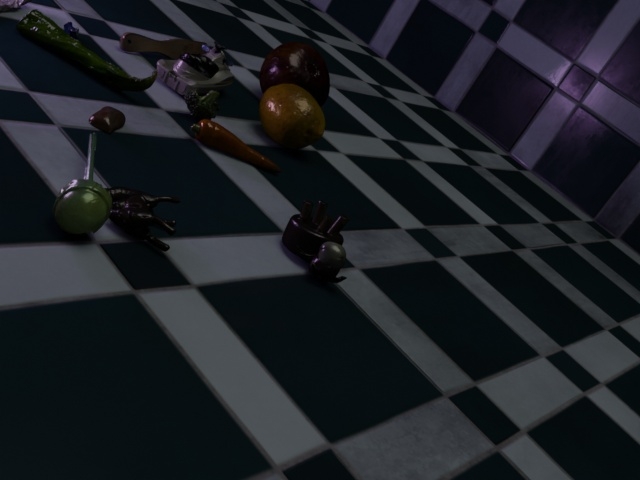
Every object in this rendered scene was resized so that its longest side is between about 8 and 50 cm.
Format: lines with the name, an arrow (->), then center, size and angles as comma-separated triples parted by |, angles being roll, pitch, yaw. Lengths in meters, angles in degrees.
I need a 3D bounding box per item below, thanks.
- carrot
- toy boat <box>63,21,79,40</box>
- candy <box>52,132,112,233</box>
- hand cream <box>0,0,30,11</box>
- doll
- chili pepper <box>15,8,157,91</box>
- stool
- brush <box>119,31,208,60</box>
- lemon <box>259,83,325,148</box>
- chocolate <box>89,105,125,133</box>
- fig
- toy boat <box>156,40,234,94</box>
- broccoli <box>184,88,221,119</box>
carrot -> -0.205, -0.232, 1.891 | 0.256, 0.061, 0.061 | 24, 25, -25
toy boat -> -0.645, -0.547, 1.991 | 0.038, 0.038, 0.083 | 10, 31, -40
candy -> -0.416, -0.117, 1.365 | 0.092, 0.093, 0.335 | 11, 28, -20
hand cream -> -0.799, -0.611, 1.919 | 0.084, 0.050, 0.257 | 30, 30, 0
doll -> -0.337, -0.054, 1.384 | 0.165, 0.057, 0.139 | 17, 28, -11
chili pepper -> -0.564, -0.451, 1.857 | 0.359, 0.076, 0.085 | 28, 51, 1
stool -> 0.000, 0.000, 1.609 | 0.125, 0.121, 0.217 | 18, 22, -32
brush -> -0.460, -0.565, 2.229 | 0.065, 0.070, 0.327 | 24, 19, 32
lemon -> -0.080, -0.343, 2.118 | 0.170, 0.170, 0.207 | 5, 38, -46
chocolate -> -0.467, -0.272, 1.679 | 0.064, 0.031, 0.101 | 26, 25, -1
fig -> -0.083, -0.503, 2.401 | 0.235, 0.214, 0.235 | 46, 27, -32
toy boat -> -0.332, -0.481, 2.132 | 0.140, 0.141, 0.269 | 37, 38, 12
broccoli -> -0.300, -0.353, 1.959 | 0.097, 0.092, 0.095 | 37, 3, -15
